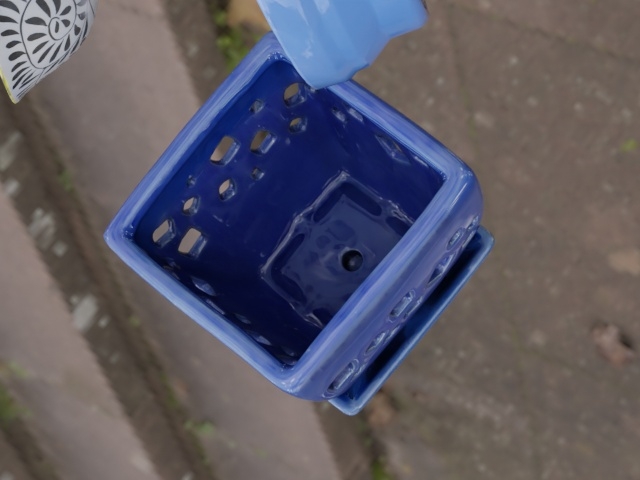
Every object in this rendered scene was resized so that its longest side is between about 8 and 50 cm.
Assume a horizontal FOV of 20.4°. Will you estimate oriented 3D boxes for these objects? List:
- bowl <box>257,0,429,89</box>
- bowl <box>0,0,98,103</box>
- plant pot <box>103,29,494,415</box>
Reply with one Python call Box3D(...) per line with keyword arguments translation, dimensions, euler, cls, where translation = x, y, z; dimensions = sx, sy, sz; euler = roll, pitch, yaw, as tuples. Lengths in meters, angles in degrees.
Box3D(translation=(-0.035, -0.275, 0.943), dimensions=(0.391, 0.077, 0.391), euler=(-20, -90, -83), cls="bowl")
Box3D(translation=(-0.169, -0.172, 1.039), dimensions=(0.170, 0.080, 0.170), euler=(163, 90, -84), cls="bowl")
Box3D(translation=(0.000, 0.000, 1.510), dimensions=(0.236, 0.236, 0.212), euler=(39, 178, 25), cls="plant pot")
